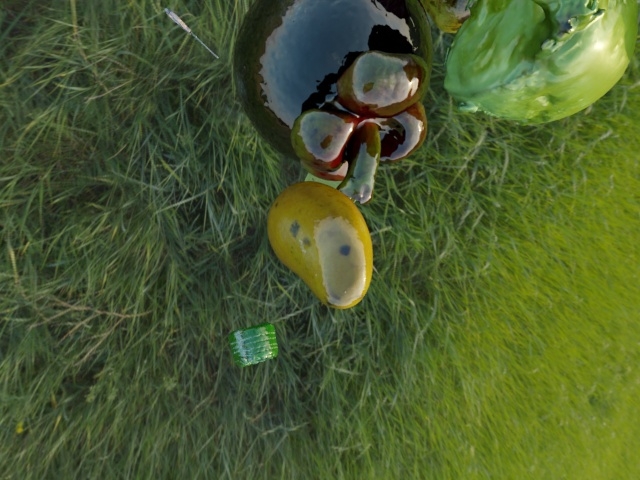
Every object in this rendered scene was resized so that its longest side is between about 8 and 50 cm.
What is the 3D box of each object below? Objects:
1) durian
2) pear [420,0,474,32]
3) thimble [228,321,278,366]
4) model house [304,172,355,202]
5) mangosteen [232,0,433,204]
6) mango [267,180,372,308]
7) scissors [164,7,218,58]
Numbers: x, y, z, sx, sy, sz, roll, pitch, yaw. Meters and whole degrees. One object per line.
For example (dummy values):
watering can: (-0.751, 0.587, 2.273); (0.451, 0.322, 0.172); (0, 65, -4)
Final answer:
durian: (0.316, -0.282, 0.697); (0.339, 0.255, 0.205); (1, 73, -42)
pear: (0.453, -0.807, 1.557); (0.283, 0.284, 0.284); (-4, 114, -8)
thimble: (-0.162, 0.252, 1.182); (0.118, 0.130, 0.090); (-17, 77, 9)
model house: (0.049, -0.265, 1.380); (0.300, 0.340, 0.324); (29, 79, 10)
mangosteen: (0.027, -0.283, 0.873); (0.381, 0.436, 0.382); (-3, 139, -3)
mango: (0.000, -0.004, 0.567); (0.089, 0.178, 0.115); (6, 113, -34)
scissors: (-0.371, -0.599, 1.417); (0.189, 0.100, 0.015); (40, 95, -14)
